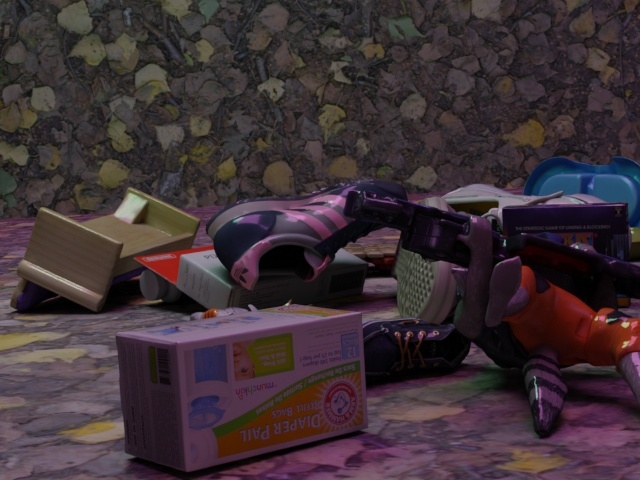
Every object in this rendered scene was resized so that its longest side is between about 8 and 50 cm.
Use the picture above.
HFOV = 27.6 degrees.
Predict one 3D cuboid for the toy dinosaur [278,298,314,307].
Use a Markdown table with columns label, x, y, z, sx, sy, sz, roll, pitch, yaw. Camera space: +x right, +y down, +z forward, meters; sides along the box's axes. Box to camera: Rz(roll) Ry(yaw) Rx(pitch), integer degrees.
| label | x | y | z | sx | sy | sz | roll | pitch | yaw |
| --- | --- | --- | --- | --- | --- | --- | --- | --- | --- |
| toy dinosaur | -0.065 | 0.111 | 1.670 | 0.093 | 0.053 | 0.183 | -17 | -10 | 32 |

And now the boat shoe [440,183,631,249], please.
| label | x | y | z | sx | sy | sz | roll | pitch | yaw |
| --- | --- | --- | --- | --- | --- | --- | --- | --- | --- |
| boat shoe | 0.313 | -0.019 | 2.104 | 0.156 | 0.135 | 0.367 | -15 | 23 | -41 |

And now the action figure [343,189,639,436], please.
| label | x | y | z | sx | sy | sz | roll | pitch | yaw |
| --- | --- | --- | --- | --- | --- | --- | --- | --- | --- |
| action figure | 0.175 | 0.068 | 1.292 | 0.341 | 0.178 | 0.330 | 16 | 2 | -5 |

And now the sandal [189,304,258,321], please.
| label | x | y | z | sx | sy | sz | roll | pitch | yaw |
| --- | --- | --- | --- | --- | --- | --- | --- | --- | --- |
| sandal | -0.084 | 0.111 | 1.371 | 0.076 | 0.102 | 0.265 | -8 | 5 | -14 |

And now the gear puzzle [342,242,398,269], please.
| label | x | y | z | sx | sy | sz | roll | pitch | yaw |
| --- | --- | --- | --- | --- | --- | --- | --- | --- | --- |
| gear puzzle | 0.162 | 0.033 | 2.247 | 0.339 | 0.044 | 0.175 | -1 | 5 | -1 |

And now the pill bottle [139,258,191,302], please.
| label | x | y | z | sx | sy | sz | roll | pitch | yaw |
| --- | --- | --- | --- | --- | --- | --- | --- | --- | --- |
| pill bottle | -0.219 | 0.061 | 2.031 | 0.120 | 0.067 | 0.067 | -9 | 9 | -42 |

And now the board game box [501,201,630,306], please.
| label | x | y | z | sx | sy | sz | roll | pitch | yaw |
| --- | --- | --- | --- | --- | --- | --- | --- | --- | --- |
| board game box | 0.339 | 0.020 | 1.794 | 0.170 | 0.141 | 0.048 | -2 | 6 | 19 |

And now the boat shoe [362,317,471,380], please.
| label | x | y | z | sx | sy | sz | roll | pitch | yaw |
| --- | --- | --- | --- | --- | --- | --- | --- | --- | --- |
| boat shoe | 0.090 | 0.115 | 1.406 | 0.083 | 0.065 | 0.183 | 2 | 8 | 33 |

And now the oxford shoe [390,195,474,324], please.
| label | x | y | z | sx | sy | sz | roll | pitch | yaw |
| --- | --- | --- | --- | --- | --- | --- | --- | --- | --- |
| oxford shoe | 0.175 | 0.029 | 1.795 | 0.130 | 0.169 | 0.449 | 16 | 6 | 0 |

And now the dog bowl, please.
| label | x | y | z | sx | sy | sz | roll | pitch | yaw |
| --- | --- | --- | --- | --- | --- | --- | --- | --- | --- |
| dog bowl | 0.526 | -0.074 | 2.498 | 0.074 | 0.165 | 0.297 | 6 | -2 | -43 |

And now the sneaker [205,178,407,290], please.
| label | x | y | z | sx | sy | sz | roll | pitch | yaw |
| --- | --- | --- | --- | --- | --- | --- | --- | --- | --- |
| sneaker | 0.000 | 0.000 | 1.879 | 0.319 | 0.131 | 0.112 | -13 | -32 | -24 |

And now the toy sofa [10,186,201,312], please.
| label | x | y | z | sx | sy | sz | roll | pitch | yaw |
| --- | --- | --- | --- | --- | --- | --- | --- | --- | --- |
| toy sofa | -0.345 | 0.034 | 2.135 | 0.150 | 0.177 | 0.362 | 24 | 12 | 11 |

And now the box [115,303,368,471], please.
| label | x | y | z | sx | sy | sz | roll | pitch | yaw |
| --- | --- | --- | --- | --- | --- | --- | --- | --- | --- |
| box | -0.066 | 0.126 | 1.165 | 0.203 | 0.114 | 0.103 | -8 | 6 | -38 |

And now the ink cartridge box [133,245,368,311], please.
| label | x | y | z | sx | sy | sz | roll | pitch | yaw |
| --- | --- | --- | --- | --- | --- | --- | --- | --- | --- |
| ink cartridge box | -0.105 | 0.031 | 1.985 | 0.275 | 0.060 | 0.239 | -9 | 29 | -42 |

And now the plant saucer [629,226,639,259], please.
| label | x | y | z | sx | sy | sz | roll | pitch | yaw |
| --- | --- | --- | --- | --- | --- | --- | --- | --- | --- |
| plant saucer | 0.498 | 0.007 | 2.293 | 0.241 | 0.037 | 0.241 | -3 | 6 | 0 |
